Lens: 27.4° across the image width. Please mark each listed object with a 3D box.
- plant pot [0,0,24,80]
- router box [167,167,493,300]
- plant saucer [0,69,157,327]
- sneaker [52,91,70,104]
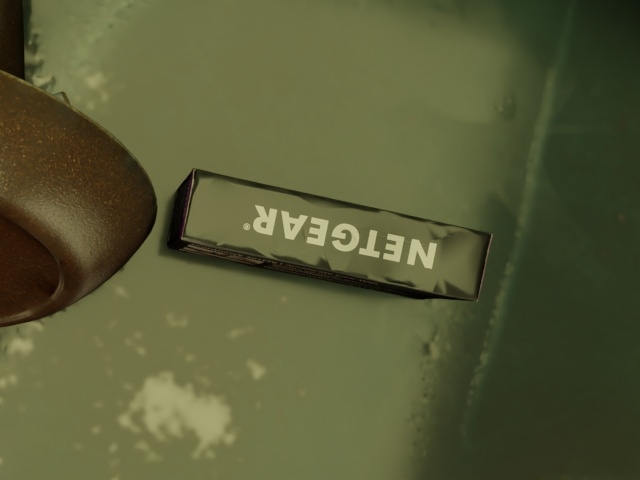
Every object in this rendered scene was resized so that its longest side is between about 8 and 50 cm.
[{"bbox_3d":[-0.256,-0.142,0.745,0.215,0.215,0.230,11,68,-9],"label":"plant pot"},{"bbox_3d":[0.000,0.000,0.804,0.179,0.133,0.046,12,86,-10],"label":"router box"},{"bbox_3d":[-0.241,-0.014,0.674,0.310,0.310,0.050,8,65,-9],"label":"plant saucer"},{"bbox_3d":[-0.174,-0.029,0.821,0.067,0.042,0.118,-18,83,-14],"label":"sneaker"}]
